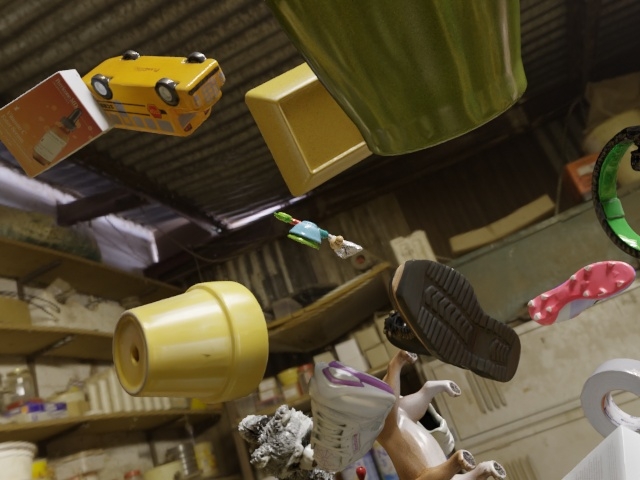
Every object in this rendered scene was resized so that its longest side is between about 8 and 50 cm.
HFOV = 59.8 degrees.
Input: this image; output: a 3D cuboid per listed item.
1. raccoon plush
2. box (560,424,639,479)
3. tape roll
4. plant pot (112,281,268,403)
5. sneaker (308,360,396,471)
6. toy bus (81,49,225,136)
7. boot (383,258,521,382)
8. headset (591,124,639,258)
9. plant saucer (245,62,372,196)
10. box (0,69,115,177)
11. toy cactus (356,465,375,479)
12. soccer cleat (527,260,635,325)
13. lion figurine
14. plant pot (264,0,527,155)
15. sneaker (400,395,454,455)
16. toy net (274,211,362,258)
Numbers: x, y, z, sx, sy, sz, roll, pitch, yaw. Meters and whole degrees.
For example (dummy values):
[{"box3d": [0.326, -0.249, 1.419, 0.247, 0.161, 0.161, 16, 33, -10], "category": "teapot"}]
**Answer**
[{"box3d": [-0.157, 0.562, 1.543, 0.446, 0.216, 0.299, -11, -36, 36], "category": "raccoon plush"}, {"box3d": [0.607, 0.577, 1.121, 0.168, 0.215, 0.345, -53, -14, -53], "category": "box"}, {"box3d": [0.782, 0.414, 1.407, 0.072, 0.219, 0.219, -23, -14, -44], "category": "tape roll"}, {"box3d": [-0.273, 0.214, 1.127, 0.239, 0.254, 0.254, -1, -28, -43], "category": "plant pot"}, {"box3d": [0.041, 0.272, 0.825, 0.152, 0.114, 0.305, -61, -24, -16], "category": "sneaker"}, {"box3d": [-0.333, -0.286, 1.091, 0.332, 0.108, 0.130, 13, -40, 30], "category": "toy bus"}, {"box3d": [0.093, 0.082, 0.556, 0.137, 0.077, 0.198, 3, -31, 48], "category": "boot"}, {"box3d": [0.635, -0.109, 0.937, 0.185, 0.243, 0.394, -11, -11, -13], "category": "headset"}, {"box3d": [0.003, -0.339, 1.597, 0.332, 0.333, 0.081, -32, 19, -17], "category": "plant saucer"}, {"box3d": [-0.508, -0.223, 1.057, 0.170, 0.130, 0.091, -31, 19, 6], "category": "box"}, {"box3d": [0.163, 0.548, 1.097, 0.219, 0.181, 0.112, 11, 7, 17], "category": "toy cactus"}, {"box3d": [0.583, 0.121, 1.240, 0.095, 0.083, 0.248, 18, -42, -38], "category": "soccer cleat"}, {"box3d": [0.170, 0.389, 1.012, 0.142, 0.392, 0.240, 23, -60, -29], "category": "lion figurine"}, {"box3d": [0.108, -0.320, 0.749, 0.366, 0.353, 0.366, -24, 21, 9], "category": "plant pot"}, {"box3d": [0.212, 0.402, 1.313, 0.090, 0.232, 0.115, -40, -44, -34], "category": "sneaker"}, {"box3d": [0.000, 0.000, 1.180, 0.122, 0.045, 0.232, 18, -4, 39], "category": "toy net"}]
